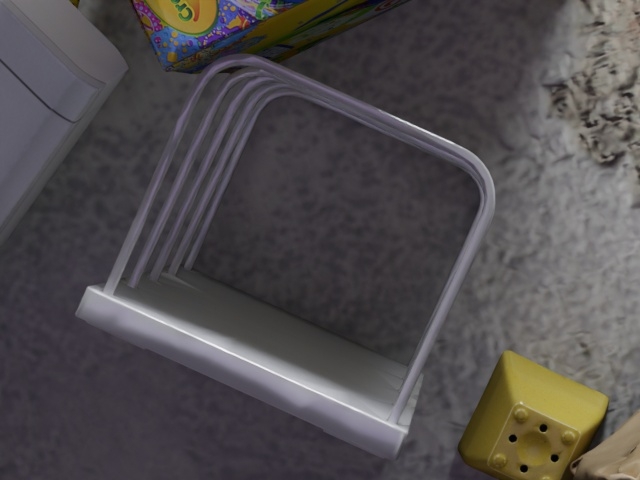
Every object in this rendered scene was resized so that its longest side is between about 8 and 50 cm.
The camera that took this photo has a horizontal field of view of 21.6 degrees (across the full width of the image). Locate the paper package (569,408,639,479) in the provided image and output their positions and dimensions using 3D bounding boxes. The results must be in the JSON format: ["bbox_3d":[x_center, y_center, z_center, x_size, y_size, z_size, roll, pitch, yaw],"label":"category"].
[{"bbox_3d":[0.376,0.167,1.029,0.309,0.168,0.325,-40,88,-7],"label":"paper package"}]

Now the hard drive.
[{"bbox_3d":[-0.291,-0.079,1.087,0.233,0.047,0.353,45,132,1],"label":"hard drive"}]

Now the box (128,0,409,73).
[{"bbox_3d":[0.022,-0.232,1.004,0.279,0.290,0.177,-25,92,8],"label":"box"}]

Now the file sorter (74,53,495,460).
[{"bbox_3d":[0.000,0.000,1.040,0.193,0.278,0.173,25,94,4],"label":"file sorter"}]

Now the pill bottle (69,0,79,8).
[{"bbox_3d":[-0.211,-0.199,1.123,0.118,0.117,0.208,18,97,5],"label":"pill bottle"}]

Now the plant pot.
[{"bbox_3d":[0.143,0.132,1.128,0.081,0.083,0.081,25,98,3],"label":"plant pot"}]
